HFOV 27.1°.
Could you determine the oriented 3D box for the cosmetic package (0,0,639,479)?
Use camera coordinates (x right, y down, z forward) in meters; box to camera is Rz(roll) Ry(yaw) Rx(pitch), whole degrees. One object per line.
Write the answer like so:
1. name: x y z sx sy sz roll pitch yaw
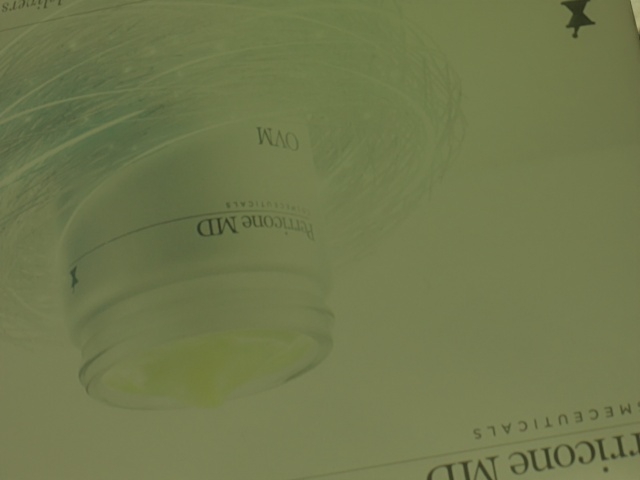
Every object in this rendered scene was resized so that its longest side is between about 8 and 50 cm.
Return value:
1. cosmetic package: 0.000 0.000 0.458 0.224 0.224 0.138 -11 167 6
